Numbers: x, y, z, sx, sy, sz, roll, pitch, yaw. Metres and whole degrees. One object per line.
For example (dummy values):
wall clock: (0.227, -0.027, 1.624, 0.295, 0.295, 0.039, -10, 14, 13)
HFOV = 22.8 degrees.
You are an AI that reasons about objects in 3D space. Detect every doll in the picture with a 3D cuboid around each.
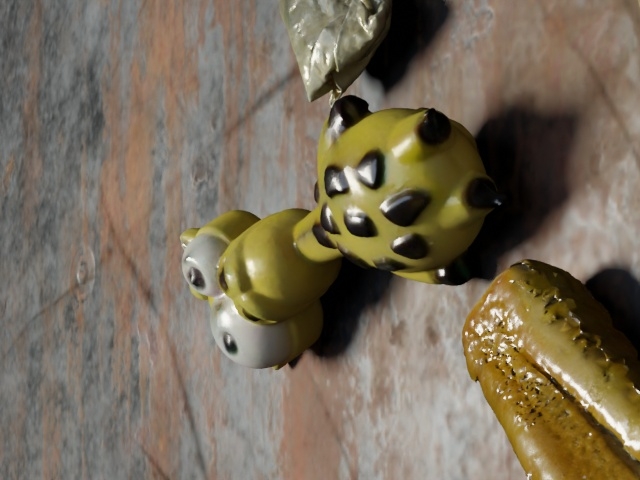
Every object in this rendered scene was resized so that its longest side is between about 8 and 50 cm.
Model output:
doll: (0.000, 0.000, 0.900, 0.117, 0.086, 0.291, 59, 143, 0)

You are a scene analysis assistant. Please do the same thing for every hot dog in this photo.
hot dog: (0.144, 0.113, 0.677, 0.083, 0.068, 0.289, -46, 40, 13)

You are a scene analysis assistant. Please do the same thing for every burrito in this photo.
burrito: (-0.013, -0.205, 0.976, 0.082, 0.059, 0.275, -46, 49, 36)

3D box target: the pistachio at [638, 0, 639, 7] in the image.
pistachio: (0.200, -0.146, 0.565, 0.157, 0.157, 0.229, 24, 94, 56)
